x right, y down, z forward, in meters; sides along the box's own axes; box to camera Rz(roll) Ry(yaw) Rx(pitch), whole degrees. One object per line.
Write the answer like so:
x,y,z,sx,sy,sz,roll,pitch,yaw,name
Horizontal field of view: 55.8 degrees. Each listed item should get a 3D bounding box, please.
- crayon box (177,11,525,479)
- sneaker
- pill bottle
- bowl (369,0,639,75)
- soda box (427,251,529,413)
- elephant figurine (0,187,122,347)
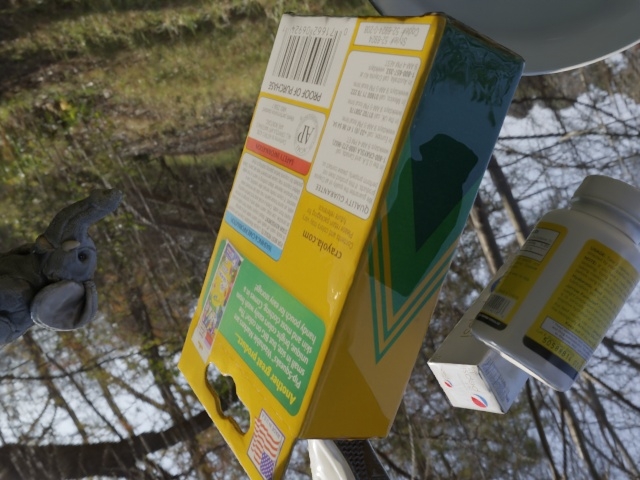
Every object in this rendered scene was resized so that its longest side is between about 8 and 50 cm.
0.000,0.000,0.463,0.083,0.323,0.203,12,-169,-34,crayon box
0.006,0.311,0.955,0.106,0.290,0.123,-10,162,-44,sneaker
0.144,0.022,0.351,0.116,0.065,0.065,-56,-164,-1,pill bottle
0.157,-0.284,0.445,0.297,0.298,0.134,-19,-155,18,bowl
0.220,0.097,0.704,0.216,0.069,0.074,-42,-162,-33,soda box
-0.379,0.050,0.829,0.239,0.169,0.186,-19,177,-30,elephant figurine
